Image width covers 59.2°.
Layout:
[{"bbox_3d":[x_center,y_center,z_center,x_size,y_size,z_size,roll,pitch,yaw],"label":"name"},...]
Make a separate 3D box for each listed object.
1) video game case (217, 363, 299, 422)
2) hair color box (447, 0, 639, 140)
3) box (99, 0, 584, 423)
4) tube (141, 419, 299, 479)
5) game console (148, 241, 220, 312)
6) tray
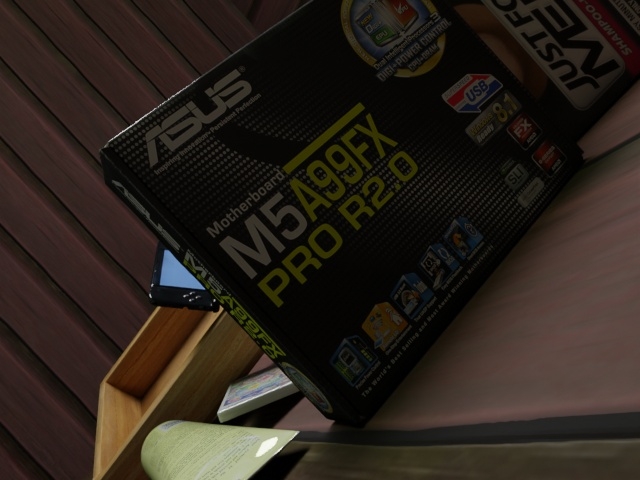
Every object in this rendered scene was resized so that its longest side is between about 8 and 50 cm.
[{"bbox_3d":[-0.051,0.138,0.544,0.087,0.011,0.122,-21,0,-4],"label":"video game case"},{"bbox_3d":[0.130,-0.128,0.529,0.374,0.185,0.113,-43,2,-10],"label":"hair color box"},{"bbox_3d":[0.030,-0.050,0.389,0.270,0.216,0.060,-43,2,-23],"label":"box"},{"bbox_3d":[-0.095,0.178,0.443,0.240,0.062,0.070,-33,43,60],"label":"tube"},{"bbox_3d":[-0.125,0.014,0.614,0.122,0.107,0.071,-106,28,-58],"label":"game console"},{"bbox_3d":[-0.124,0.087,0.683,0.411,0.076,0.203,-53,27,6],"label":"tray"}]
